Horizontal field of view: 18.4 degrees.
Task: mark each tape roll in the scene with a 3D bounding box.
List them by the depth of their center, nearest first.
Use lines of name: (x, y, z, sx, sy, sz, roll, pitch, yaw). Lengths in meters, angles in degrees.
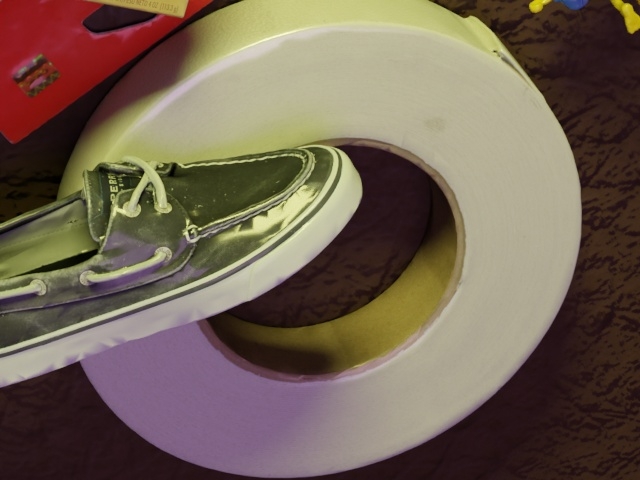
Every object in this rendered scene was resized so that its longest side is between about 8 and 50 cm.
tape roll: (0.000, 0.000, 1.441, 0.392, 0.072, 0.392, -8, 122, -12)

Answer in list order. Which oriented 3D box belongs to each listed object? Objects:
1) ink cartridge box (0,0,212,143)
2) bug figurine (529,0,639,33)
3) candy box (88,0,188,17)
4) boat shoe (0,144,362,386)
ink cartridge box: (-0.164, -0.205, 1.272, 0.275, 0.060, 0.239, -35, 123, 6)
bug figurine: (0.198, -0.290, 1.320, 0.216, 0.072, 0.279, -30, 120, -5)
candy box: (-0.162, -0.208, 1.203, 0.187, 0.053, 0.109, 8, 118, -22)
boat shoe: (-0.123, -0.006, 1.300, 0.301, 0.108, 0.102, -21, 126, 5)
